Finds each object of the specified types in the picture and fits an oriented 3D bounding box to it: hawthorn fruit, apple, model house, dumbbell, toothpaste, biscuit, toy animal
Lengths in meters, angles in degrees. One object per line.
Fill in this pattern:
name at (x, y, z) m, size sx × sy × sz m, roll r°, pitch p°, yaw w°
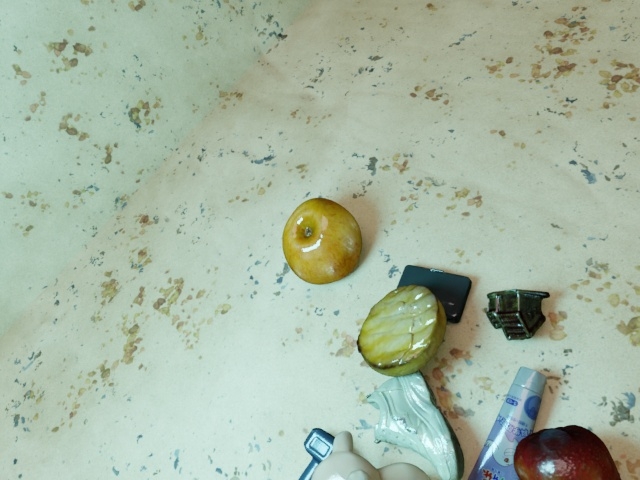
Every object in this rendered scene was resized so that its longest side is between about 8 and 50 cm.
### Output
hawthorn fruit at (0.589, 0.560, 1.121) m, size 0.210 × 0.230 × 0.266 m, roll -36°, pitch 64°, yaw 11°
apple at (0.000, 0.000, 1.742) m, size 0.298 × 0.275 × 0.299 m, roll -10°, pitch 61°, yaw 19°
model house at (0.572, 0.221, 1.439) m, size 0.165 × 0.106 × 0.152 m, roll -22°, pitch 55°, yaw 58°
dumbbell at (-0.042, 0.699, 1.378) m, size 0.316 × 0.156 × 0.143 m, roll -54°, pitch 23°, yaw -15°
toothpaste at (0.503, 0.521, 1.289) m, size 0.125 × 0.080 × 0.371 m, roll 19°, pitch 76°, yaw 30°
biscuit at (0.248, 0.273, 1.468) m, size 0.296 × 0.102 × 0.296 m, roll -35°, pitch 31°, yaw 25°
toy animal at (0.130, 0.647, 1.232) m, size 0.326 × 0.270 × 0.237 m, roll -14°, pitch 9°, yaw -6°

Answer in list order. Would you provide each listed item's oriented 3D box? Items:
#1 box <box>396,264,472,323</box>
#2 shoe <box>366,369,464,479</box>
box at (0.361, 0.171, 1.591) m, size 0.230 × 0.050 × 0.160 m, roll 12°, pitch 65°, yaw 32°
shoe at (0.252, 0.531, 1.362) m, size 0.210 × 0.132 × 0.342 m, roll -31°, pitch 46°, yaw 7°
